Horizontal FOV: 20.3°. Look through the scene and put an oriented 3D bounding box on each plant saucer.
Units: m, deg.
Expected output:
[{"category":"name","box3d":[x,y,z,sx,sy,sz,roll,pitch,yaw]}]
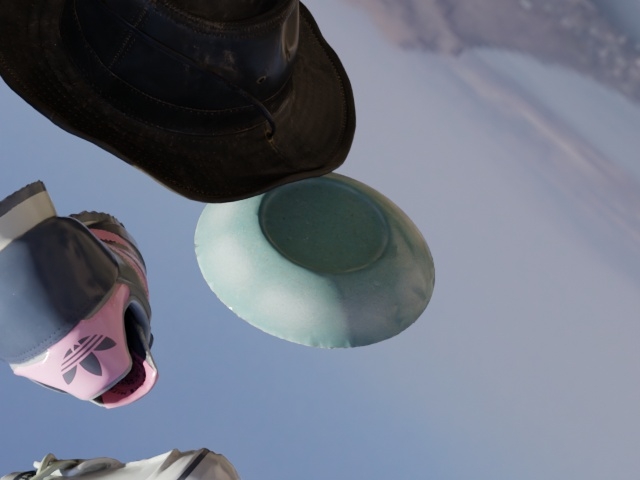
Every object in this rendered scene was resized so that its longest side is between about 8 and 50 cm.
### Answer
[{"category":"plant saucer","box3d":[0.000,0.000,1.400,0.195,0.037,0.195,8,-134,-8]}]

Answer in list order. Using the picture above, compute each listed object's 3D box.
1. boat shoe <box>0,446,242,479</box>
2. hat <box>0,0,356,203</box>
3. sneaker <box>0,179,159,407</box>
[{"category":"boat shoe","box3d":[-0.128,0.143,0.852,0.076,0.226,0.083,49,-140,-3]},{"category":"hat","box3d":[-0.088,-0.181,1.347,0.331,0.134,0.331,21,-144,-16]},{"category":"sneaker","box3d":[-0.152,0.054,1.130,0.131,0.112,0.319,51,-178,7]}]
